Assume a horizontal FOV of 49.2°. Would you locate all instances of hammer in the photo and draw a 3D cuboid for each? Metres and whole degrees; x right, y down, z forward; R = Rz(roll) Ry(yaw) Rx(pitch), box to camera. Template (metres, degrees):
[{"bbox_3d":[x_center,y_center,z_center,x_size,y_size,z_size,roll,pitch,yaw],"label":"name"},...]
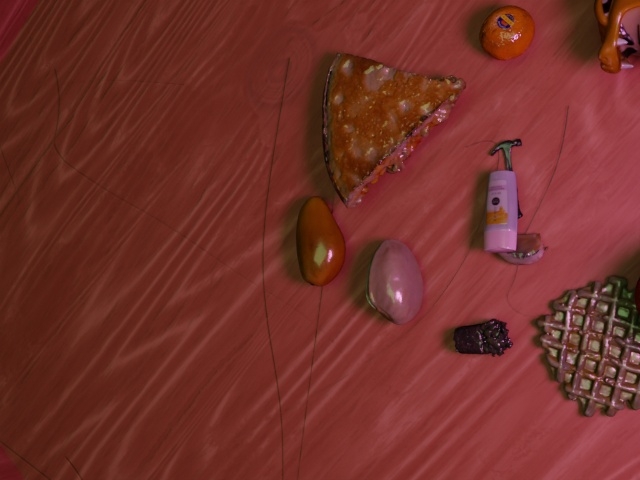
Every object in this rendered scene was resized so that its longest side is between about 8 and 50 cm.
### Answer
[{"bbox_3d":[0.476,-0.152,1.754,0.078,0.021,0.201,-8,84,24],"label":"hammer"}]

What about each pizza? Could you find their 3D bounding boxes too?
[{"bbox_3d":[0.192,-0.315,1.834,0.406,0.130,0.440,-10,74,24],"label":"pizza"}]

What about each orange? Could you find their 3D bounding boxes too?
[{"bbox_3d":[0.459,-0.509,1.723,0.135,0.117,0.136,-3,77,14],"label":"orange"}]

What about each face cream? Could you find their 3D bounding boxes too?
[{"bbox_3d":[0.439,-0.069,1.703,0.084,0.057,0.198,-6,73,37],"label":"face cream"}]

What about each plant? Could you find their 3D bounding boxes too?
[{"bbox_3d":[0.407,0.245,1.737,0.143,0.092,0.095,-14,76,32],"label":"plant"}]

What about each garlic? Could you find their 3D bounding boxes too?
[{"bbox_3d":[0.484,0.022,1.727,0.152,0.066,0.084,1,61,23],"label":"garlic"}]

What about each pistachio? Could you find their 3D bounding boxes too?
[{"bbox_3d":[0.189,0.110,1.825,0.152,0.126,0.223,-9,78,-10],"label":"pistachio"}]

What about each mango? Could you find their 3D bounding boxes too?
[{"bbox_3d":[0.000,0.000,1.920,0.138,0.113,0.253,-11,77,28],"label":"mango"}]

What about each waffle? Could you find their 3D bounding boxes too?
[{"bbox_3d":[0.673,0.247,1.633,0.291,0.056,0.309,-31,75,21],"label":"waffle"}]

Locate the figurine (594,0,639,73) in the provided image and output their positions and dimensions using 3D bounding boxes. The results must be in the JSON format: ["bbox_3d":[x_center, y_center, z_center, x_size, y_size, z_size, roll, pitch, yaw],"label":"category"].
[{"bbox_3d":[0.796,-0.536,1.501,0.387,0.401,0.268,-6,123,31],"label":"figurine"}]

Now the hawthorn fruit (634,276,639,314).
[{"bbox_3d":[0.781,0.096,1.477,0.254,0.300,0.254,-2,117,-3],"label":"hawthorn fruit"}]
